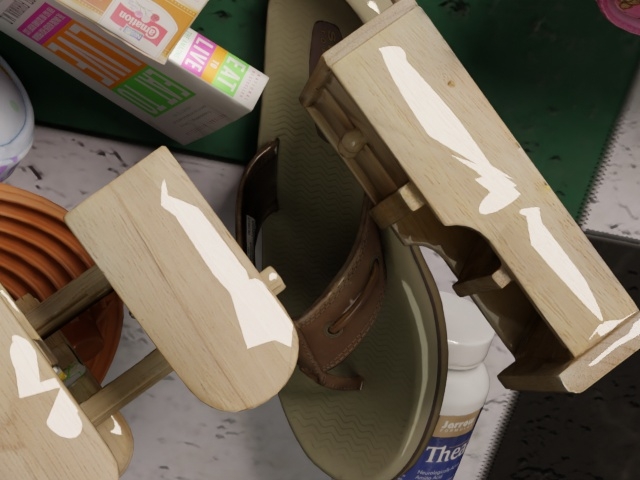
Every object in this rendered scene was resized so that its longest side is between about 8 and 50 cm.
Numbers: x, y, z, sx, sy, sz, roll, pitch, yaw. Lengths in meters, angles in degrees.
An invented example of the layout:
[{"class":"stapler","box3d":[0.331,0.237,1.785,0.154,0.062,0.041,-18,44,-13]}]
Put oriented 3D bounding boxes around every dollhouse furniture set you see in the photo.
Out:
[{"class":"dollhouse furniture set","box3d":[-0.021,0.044,0.628,0.242,0.212,0.161,-36,90,-8]}]

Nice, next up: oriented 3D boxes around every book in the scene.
[{"class":"book","box3d":[-0.102,-0.099,0.713,0.144,0.096,0.035,30,77,-17]}]

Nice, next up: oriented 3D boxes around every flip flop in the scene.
[{"class":"flip flop","box3d":[0.000,0.000,0.759,0.112,0.080,0.277,19,124,33]}]

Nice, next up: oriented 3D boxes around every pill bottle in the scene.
[{"class":"pill bottle","box3d":[0.052,0.090,0.848,0.067,0.067,0.120,12,119,-10]}]

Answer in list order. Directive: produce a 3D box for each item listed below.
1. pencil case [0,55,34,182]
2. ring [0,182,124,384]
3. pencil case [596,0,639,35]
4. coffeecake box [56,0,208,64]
[{"class":"pencil case","box3d":[-0.258,-0.001,0.752,0.273,0.124,0.113,-42,151,21]},{"class":"ring","box3d":[-0.247,0.092,0.747,0.337,0.032,0.336,-24,151,-14]},{"class":"pencil case","box3d":[0.297,-0.121,0.689,0.386,0.167,0.160,19,153,-14]},{"class":"coffeecake box","box3d":[-0.039,-0.185,0.636,0.068,0.142,0.185,31,115,-20]}]
